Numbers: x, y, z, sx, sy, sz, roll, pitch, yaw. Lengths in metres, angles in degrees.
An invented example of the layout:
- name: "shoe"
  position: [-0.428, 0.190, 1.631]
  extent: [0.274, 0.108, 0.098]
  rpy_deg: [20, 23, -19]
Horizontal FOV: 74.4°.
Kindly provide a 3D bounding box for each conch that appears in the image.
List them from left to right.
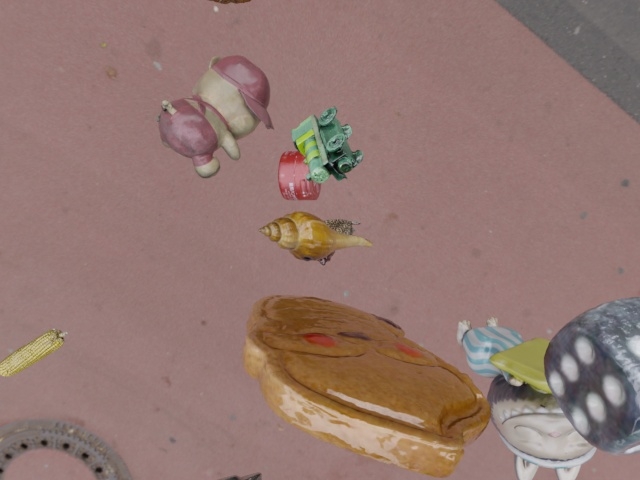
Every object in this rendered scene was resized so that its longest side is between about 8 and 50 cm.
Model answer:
- name: "conch"
  position: [0.001, 0.005, 0.901]
  extent: [0.109, 0.093, 0.331]
  rpy_deg: [-27, 150, 38]

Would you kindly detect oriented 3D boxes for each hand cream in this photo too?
- name: "hand cream"
  position: [-0.075, -0.244, 1.589]
  extent: [0.126, 0.193, 0.192]
  rpy_deg: [1, 104, 15]

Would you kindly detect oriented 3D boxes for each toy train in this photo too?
- name: "toy train"
  position: [0.011, -0.202, 0.919]
  extent: [0.132, 0.200, 0.083]
  rpy_deg: [-31, 132, 19]

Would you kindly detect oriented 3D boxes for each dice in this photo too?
- name: "dice"
  position: [0.478, 0.206, 0.644]
  extent: [0.183, 0.181, 0.182]
  rpy_deg: [-7, 134, -11]

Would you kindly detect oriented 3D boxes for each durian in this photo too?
- name: "durian"
  position: [0.058, -0.017, 1.451]
  extent: [0.189, 0.148, 0.091]
  rpy_deg: [-23, 67, -7]

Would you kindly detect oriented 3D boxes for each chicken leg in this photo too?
- name: "chicken leg"
  position: [0.024, 0.024, 1.559]
  extent: [0.048, 0.219, 0.089]
  rpy_deg: [-10, 111, 23]

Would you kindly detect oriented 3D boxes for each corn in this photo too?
- name: "corn"
  position: [-0.356, 0.137, 0.523]
  extent: [0.083, 0.028, 0.027]
  rpy_deg: [-32, 143, -12]

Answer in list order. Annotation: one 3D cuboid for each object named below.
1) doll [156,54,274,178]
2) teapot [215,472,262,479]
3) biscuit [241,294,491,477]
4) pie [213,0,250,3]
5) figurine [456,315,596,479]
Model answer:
- name: "doll"
  position: [-0.208, -0.265, 0.884]
  extent: [0.196, 0.152, 0.256]
  rpy_deg: [46, 73, -14]
- name: "teapot"
  position: [-0.091, 0.227, 0.297]
  extent: [0.124, 0.092, 0.090]
  rpy_deg: [-3, 62, -33]
- name: "biscuit"
  position: [0.049, 0.178, 0.643]
  extent: [0.350, 0.455, 0.078]
  rpy_deg: [10, 99, -23]
- name: "pie"
  position: [-0.097, -0.334, 0.533]
  extent: [0.191, 0.088, 0.033]
  rpy_deg: [-23, 90, -33]
- name: "figurine"
  position: [0.494, 0.434, 1.060]
  extent: [0.267, 0.361, 0.377]
  rpy_deg: [3, 100, -20]
